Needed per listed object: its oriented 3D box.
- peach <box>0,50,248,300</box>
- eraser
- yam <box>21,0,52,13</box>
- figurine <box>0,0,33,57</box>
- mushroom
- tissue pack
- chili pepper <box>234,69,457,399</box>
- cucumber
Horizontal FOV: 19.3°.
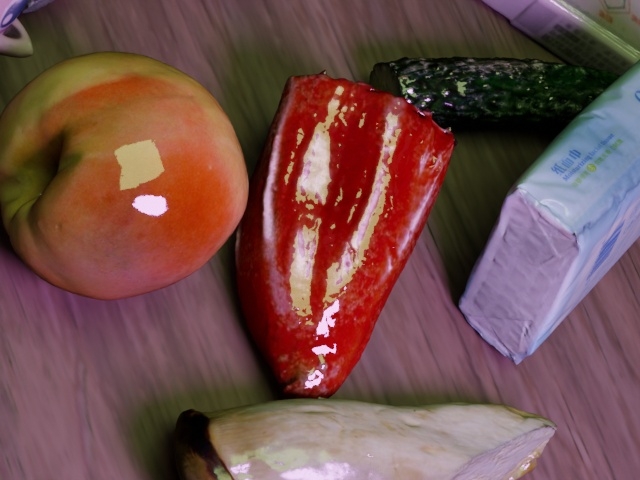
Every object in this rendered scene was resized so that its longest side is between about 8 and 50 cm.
[{"bbox_3d":[-0.140,-0.046,1.351,0.184,0.184,0.184,12,62,-25],"label":"peach"},{"bbox_3d":[0.291,-0.178,1.723,0.352,0.061,0.089,33,55,-13],"label":"eraser"},{"bbox_3d":[-0.233,-0.261,1.455,0.078,0.078,0.179,-19,78,-35],"label":"yam"},{"bbox_3d":[-0.299,-0.261,1.357,0.176,0.186,0.287,-1,60,-33],"label":"figurine"},{"bbox_3d":[0.043,0.163,1.400,0.333,0.087,0.107,4,33,-30],"label":"mushroom"},{"bbox_3d":[0.227,-0.040,1.552,0.089,0.177,0.263,36,53,13],"label":"tissue pack"},{"bbox_3d":[0.000,0.000,1.451,0.144,0.136,0.252,43,57,-42],"label":"chili pepper"},{"bbox_3d":[0.177,-0.127,1.632,0.294,0.067,0.067,-2,69,-31],"label":"cucumber"}]
